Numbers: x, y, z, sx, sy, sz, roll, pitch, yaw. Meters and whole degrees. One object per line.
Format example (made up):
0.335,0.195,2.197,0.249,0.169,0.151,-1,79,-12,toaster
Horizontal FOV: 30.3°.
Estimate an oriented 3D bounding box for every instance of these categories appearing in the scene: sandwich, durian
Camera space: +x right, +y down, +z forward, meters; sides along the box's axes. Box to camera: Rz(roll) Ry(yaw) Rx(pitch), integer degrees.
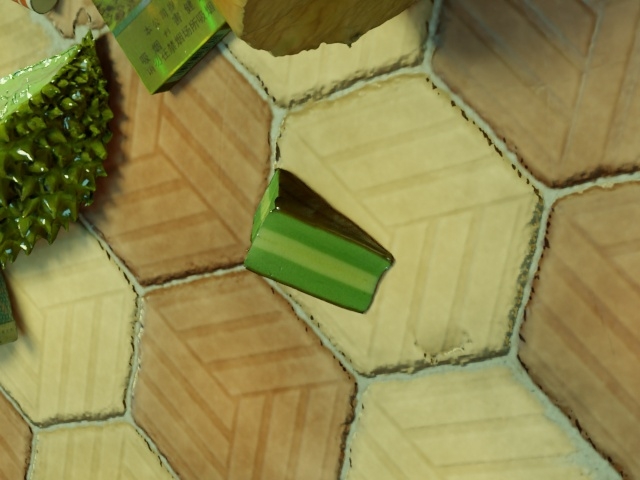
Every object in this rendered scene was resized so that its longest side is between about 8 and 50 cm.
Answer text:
0.000,0.000,1.033,0.116,0.074,0.074,23,119,-10,sandwich
-0.351,-0.068,1.161,0.355,0.157,0.170,-15,53,21,durian

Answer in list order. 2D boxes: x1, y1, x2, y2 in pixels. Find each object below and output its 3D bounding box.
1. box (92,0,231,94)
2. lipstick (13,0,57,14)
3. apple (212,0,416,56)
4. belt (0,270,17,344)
-0.159,-0.244,1.054,0.121,0.030,0.193,-37,83,35,box
-0.312,-0.260,1.143,0.130,0.038,0.038,29,117,23,lipstick
0.010,-0.277,0.764,0.252,0.309,0.314,6,105,32,apple
-0.413,0.050,1.273,0.147,0.082,0.163,-16,89,25,belt
